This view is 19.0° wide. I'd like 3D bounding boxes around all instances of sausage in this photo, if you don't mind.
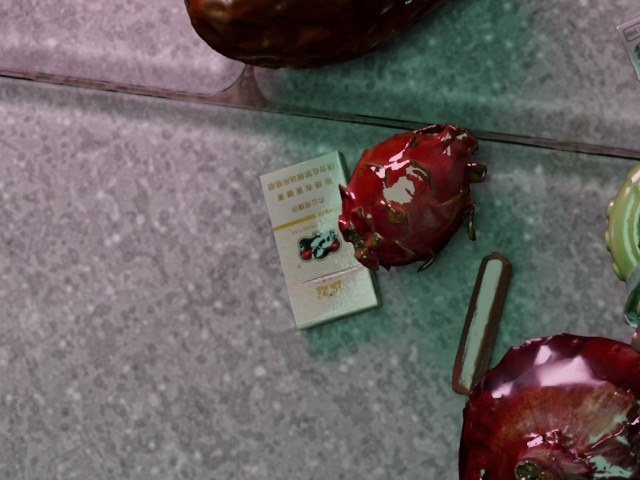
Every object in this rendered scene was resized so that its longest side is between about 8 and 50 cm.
[{"bbox_3d":[0.158,0.082,1.882,0.030,0.035,0.147,13,85,39],"label":"sausage"}]

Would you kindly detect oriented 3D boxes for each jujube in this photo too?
[{"bbox_3d":[0.004,-0.277,1.909,0.290,0.197,0.197,-17,77,1],"label":"jujube"}]

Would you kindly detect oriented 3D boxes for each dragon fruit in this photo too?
[{"bbox_3d":[0.089,-0.047,1.880,0.136,0.133,0.166,34,97,-23],"label":"dragon fruit"}]

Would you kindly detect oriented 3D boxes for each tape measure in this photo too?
[{"bbox_3d":[0.357,-0.006,1.791,0.200,0.106,0.175,-25,84,10],"label":"tape measure"}]

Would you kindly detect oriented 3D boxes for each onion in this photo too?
[{"bbox_3d":[0.239,0.203,1.742,0.252,0.219,0.252,-2,86,27],"label":"onion"}]

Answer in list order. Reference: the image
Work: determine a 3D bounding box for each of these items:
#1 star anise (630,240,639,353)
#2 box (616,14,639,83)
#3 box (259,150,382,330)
[{"bbox_3d":[0.386,-0.039,1.658,0.292,0.109,0.349,36,90,32],"label":"star anise"},{"bbox_3d":[0.389,-0.192,1.842,0.177,0.036,0.115,-24,77,14],"label":"box"},{"bbox_3d":[0.000,0.000,1.952,0.090,0.024,0.167,-18,76,15],"label":"box"}]
